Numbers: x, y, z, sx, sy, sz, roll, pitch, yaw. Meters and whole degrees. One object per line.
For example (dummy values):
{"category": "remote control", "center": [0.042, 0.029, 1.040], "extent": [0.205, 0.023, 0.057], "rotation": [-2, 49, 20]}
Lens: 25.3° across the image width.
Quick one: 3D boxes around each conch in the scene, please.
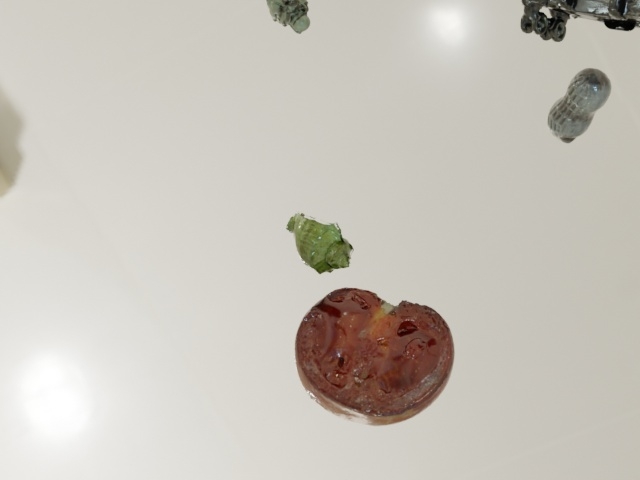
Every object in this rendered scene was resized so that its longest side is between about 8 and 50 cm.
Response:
{"category": "conch", "center": [0.000, 0.000, 2.073], "extent": [0.121, 0.089, 0.074], "rotation": [40, -137, 24]}

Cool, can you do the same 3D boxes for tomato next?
{"category": "tomato", "center": [0.079, 0.187, 2.119], "extent": [0.140, 0.233, 0.200], "rotation": [84, -150, -57]}

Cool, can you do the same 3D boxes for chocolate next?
{"category": "chocolate", "center": [0.421, -0.220, 2.332], "extent": [0.072, 0.167, 0.072], "rotation": [6, -120, -11]}

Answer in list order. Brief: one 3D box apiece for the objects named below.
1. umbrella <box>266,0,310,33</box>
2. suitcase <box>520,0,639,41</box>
{"category": "umbrella", "center": [-0.064, -0.366, 2.127], "extent": [0.062, 0.067, 0.143], "rotation": [-24, -110, -45]}
{"category": "suitcase", "center": [0.466, -0.487, 2.050], "extent": [0.194, 0.283, 0.434], "rotation": [3, -80, -52]}
